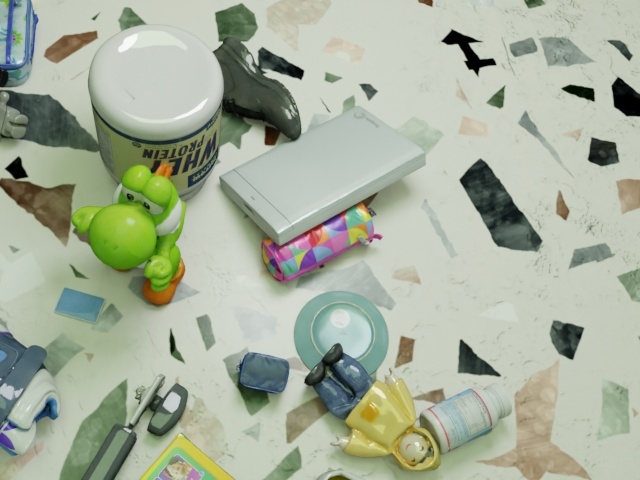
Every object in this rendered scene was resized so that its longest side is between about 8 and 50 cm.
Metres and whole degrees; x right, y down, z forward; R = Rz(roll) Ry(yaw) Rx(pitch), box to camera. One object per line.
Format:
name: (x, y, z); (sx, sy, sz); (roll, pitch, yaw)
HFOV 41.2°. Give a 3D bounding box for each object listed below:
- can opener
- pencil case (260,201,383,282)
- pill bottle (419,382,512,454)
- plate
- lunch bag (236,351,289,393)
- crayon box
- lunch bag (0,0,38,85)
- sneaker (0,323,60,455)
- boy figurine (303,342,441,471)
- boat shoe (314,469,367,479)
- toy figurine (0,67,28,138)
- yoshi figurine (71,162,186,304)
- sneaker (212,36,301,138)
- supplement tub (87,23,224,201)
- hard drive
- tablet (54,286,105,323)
can opener: (-0.334, 0.356, 1.485); (0.093, 0.074, 0.280); (31, 65, 5)
pencil case: (0.000, 0.000, 1.685); (0.236, 0.104, 0.104); (-24, 72, -16)
pill bottle: (0.271, 0.326, 1.583); (0.160, 0.087, 0.087); (-21, 71, -18)
plate: (0.042, 0.181, 1.649); (0.188, 0.024, 0.188); (3, 66, -6)
lunch bag: (-0.108, 0.244, 1.576); (0.099, 0.065, 0.067); (15, 80, -3)
crayon box: (-0.266, 0.486, 1.432); (0.165, 0.081, 0.278); (38, 66, 9)
lunch bag: (-0.687, -0.433, 1.782); (0.176, 0.090, 0.218); (1, 67, -11)
sneaker: (-0.581, 0.269, 1.396); (0.236, 0.130, 0.323); (44, 30, 17)
boy figurine: (0.097, 0.323, 1.549); (0.177, 0.092, 0.285); (-44, 79, -8)
boat shoe: (0.149, 0.503, 1.446); (0.367, 0.156, 0.136); (35, 66, 8)
toy figurine: (-0.692, -0.245, 1.632); (0.148, 0.213, 0.209); (23, 60, 20)
yoshi figurine: (-0.329, 0.004, 1.486); (0.204, 0.362, 0.202); (-5, 67, -11)
sneaker: (-0.152, -0.302, 1.806); (0.130, 0.109, 0.286); (-38, 67, -15)
supplement tub: (-0.306, -0.223, 1.612); (0.236, 0.325, 0.235); (3, 65, -7)
hard drive: (0.003, -0.141, 1.727); (0.353, 0.047, 0.233); (-29, 46, -20)
tablet: (-0.454, 0.123, 1.610); (0.083, 0.006, 0.054); (16, 65, 0)
